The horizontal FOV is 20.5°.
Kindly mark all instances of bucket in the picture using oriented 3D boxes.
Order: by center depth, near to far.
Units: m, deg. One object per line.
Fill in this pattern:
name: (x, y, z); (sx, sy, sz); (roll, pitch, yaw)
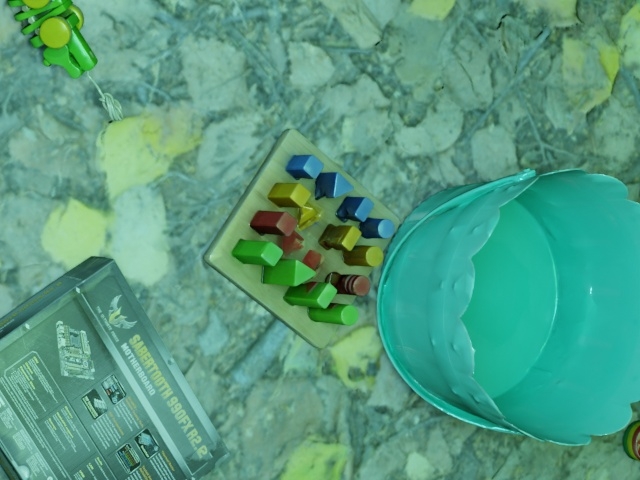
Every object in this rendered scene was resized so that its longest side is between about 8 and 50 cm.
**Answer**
bucket: (0.203, 0.063, 1.797); (0.281, 0.183, 0.281); (-1, 92, -31)

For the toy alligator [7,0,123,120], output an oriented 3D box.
toy alligator: (-0.242, -0.185, 1.609); (0.051, 0.056, 0.189); (-20, 107, 15)

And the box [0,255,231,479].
box: (-0.215, 0.158, 1.631); (0.183, 0.056, 0.231); (-38, 110, -24)

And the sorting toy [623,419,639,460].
sorting toy: (0.474, 0.250, 2.043); (0.274, 0.046, 0.132); (-11, 98, -30)

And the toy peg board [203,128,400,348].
toy peg board: (0.000, 0.000, 1.738); (0.161, 0.079, 0.160); (40, 73, -26)
